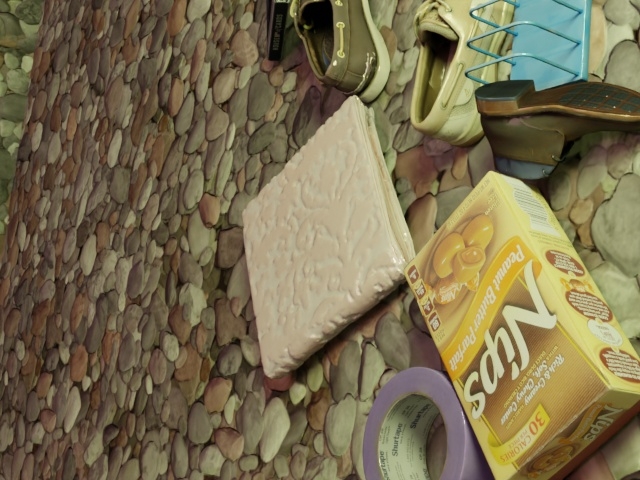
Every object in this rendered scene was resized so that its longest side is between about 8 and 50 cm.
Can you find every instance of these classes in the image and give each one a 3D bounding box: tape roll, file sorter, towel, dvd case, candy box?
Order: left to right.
[{"bbox_3d":[-0.073,-0.452,1.802,0.179,0.030,0.238,105,164,-67],"label":"dvd case"},{"bbox_3d":[0.000,0.000,1.594,0.332,0.053,0.317,-43,45,39],"label":"towel"},{"bbox_3d":[0.138,0.250,1.282,0.189,0.080,0.189,-25,59,51],"label":"tape roll"},{"bbox_3d":[0.223,0.097,1.201,0.183,0.088,0.316,-52,41,32],"label":"candy box"},{"bbox_3d":[0.245,-0.272,1.281,0.118,0.104,0.170,-10,71,55],"label":"file sorter"}]

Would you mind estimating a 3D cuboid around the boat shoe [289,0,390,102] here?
[{"bbox_3d":[0.011,-0.345,1.653,0.116,0.097,0.324,-50,42,35],"label":"boat shoe"}]

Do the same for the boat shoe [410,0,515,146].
[{"bbox_3d":[0.177,-0.277,1.388,0.109,0.098,0.302,1,80,56],"label":"boat shoe"}]

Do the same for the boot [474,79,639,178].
[{"bbox_3d":[0.283,-0.122,1.226,0.219,0.082,0.106,13,127,40],"label":"boot"}]
